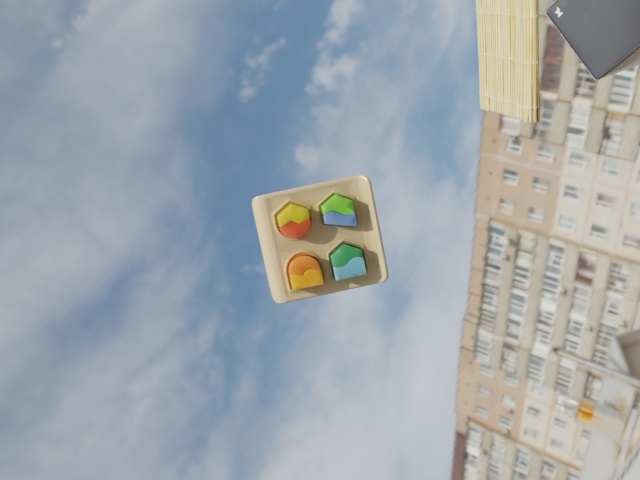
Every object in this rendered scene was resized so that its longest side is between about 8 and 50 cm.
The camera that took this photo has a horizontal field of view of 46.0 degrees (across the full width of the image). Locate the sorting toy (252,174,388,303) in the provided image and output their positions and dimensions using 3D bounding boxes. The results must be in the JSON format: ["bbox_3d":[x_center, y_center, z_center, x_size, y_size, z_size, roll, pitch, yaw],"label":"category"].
[{"bbox_3d":[0.000,0.000,1.292,0.038,0.208,0.193,-87,-15,-80],"label":"sorting toy"}]

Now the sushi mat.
[{"bbox_3d":[0.277,-0.343,1.132,0.019,0.151,0.317,-14,-69,-17],"label":"sushi mat"}]

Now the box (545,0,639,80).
[{"bbox_3d":[0.638,-0.472,1.406,0.294,0.183,0.296,-22,-14,-40],"label":"box"}]
